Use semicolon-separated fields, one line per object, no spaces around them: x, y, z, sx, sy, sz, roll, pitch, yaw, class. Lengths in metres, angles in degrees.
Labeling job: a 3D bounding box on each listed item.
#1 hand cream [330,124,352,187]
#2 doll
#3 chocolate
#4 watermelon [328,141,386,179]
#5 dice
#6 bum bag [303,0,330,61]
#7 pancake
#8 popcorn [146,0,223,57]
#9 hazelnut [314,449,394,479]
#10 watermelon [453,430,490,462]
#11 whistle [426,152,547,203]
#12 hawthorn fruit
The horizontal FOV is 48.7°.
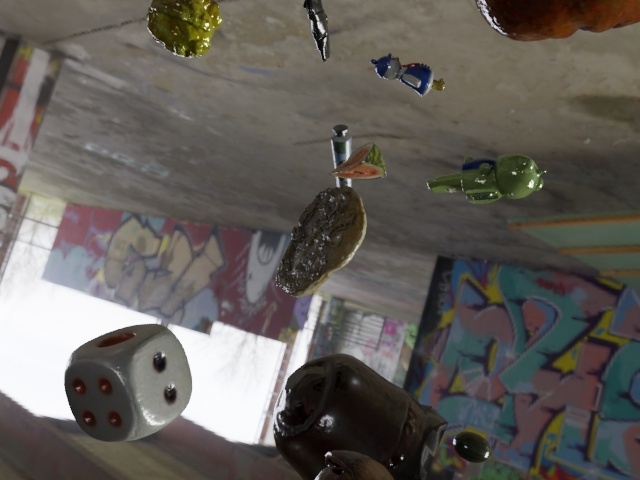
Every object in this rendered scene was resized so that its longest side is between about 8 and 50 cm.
0.064;-0.188;1.905;0.055;0.256;0.088;-17;-144;-13;hand cream
0.159;-0.307;1.307;0.142;0.058;0.099;19;-155;-5;doll
0.063;0.446;1.753;0.331;0.383;0.383;52;162;-12;chocolate
0.090;-0.169;1.469;0.086;0.069;0.163;9;172;-26;watermelon
-0.392;0.287;1.450;0.193;0.192;0.194;-10;-170;27;dice
-0.006;-0.527;1.739;0.049;0.087;0.198;-3;141;11;bum bag
-0.001;0.000;1.598;0.049;0.283;0.282;35;164;-29;pancake
-0.367;-0.594;1.901;0.197;0.156;0.198;7;135;7;popcorn
0.049;0.456;1.163;0.160;0.202;0.170;17;146;7;hazelnut
0.412;0.564;1.935;0.110;0.078;0.078;25;171;-7;watermelon
0.314;-0.117;1.342;0.227;0.085;0.105;-4;155;31;whistle
0.461;-0.566;1.276;0.402;0.403;0.403;16;172;2;hawthorn fruit
